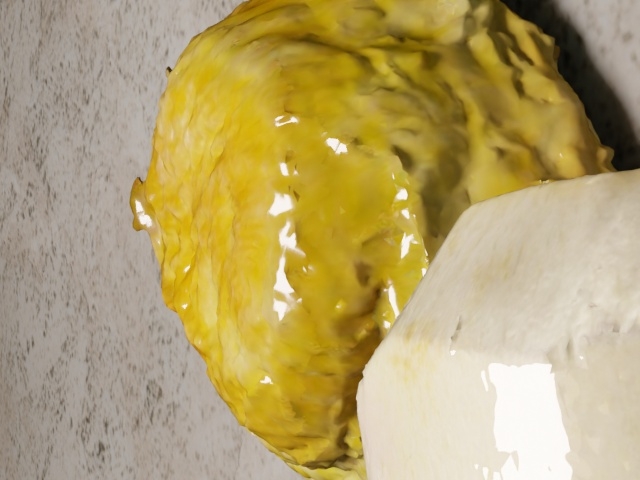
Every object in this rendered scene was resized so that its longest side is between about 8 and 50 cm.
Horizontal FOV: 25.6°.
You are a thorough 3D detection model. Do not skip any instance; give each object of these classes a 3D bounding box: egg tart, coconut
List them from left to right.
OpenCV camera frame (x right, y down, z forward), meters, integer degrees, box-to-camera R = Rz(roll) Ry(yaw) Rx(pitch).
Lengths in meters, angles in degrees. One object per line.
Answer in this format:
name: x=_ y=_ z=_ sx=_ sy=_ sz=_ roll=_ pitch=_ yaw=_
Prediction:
egg tart: x=0.000 y=0.000 z=0.734 sx=0.339 sy=0.153 sz=0.351 roll=123 pitch=137 yaw=-52
coconut: x=0.122 y=0.094 z=0.446 sx=0.241 sy=0.241 sz=0.241 roll=10 pitch=101 yaw=61
